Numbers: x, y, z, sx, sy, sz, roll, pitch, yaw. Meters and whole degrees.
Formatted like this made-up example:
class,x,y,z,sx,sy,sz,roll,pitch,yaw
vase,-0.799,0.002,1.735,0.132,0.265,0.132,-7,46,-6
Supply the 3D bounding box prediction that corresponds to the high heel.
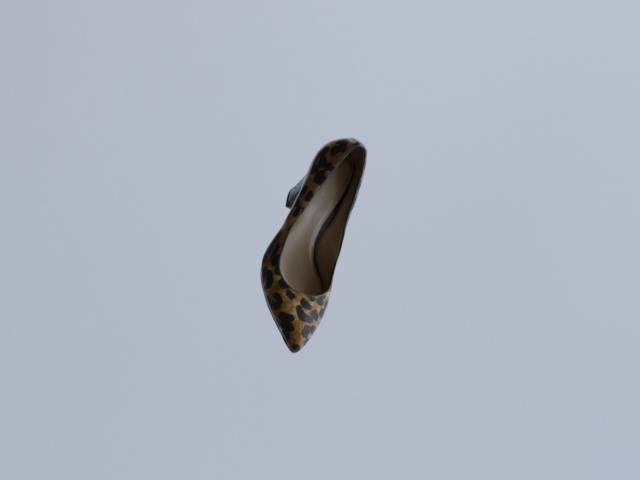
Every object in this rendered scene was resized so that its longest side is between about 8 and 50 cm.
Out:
class,x,y,z,sx,sy,sz,roll,pitch,yaw
high heel,0.000,0.000,1.672,0.186,0.093,0.261,-43,-142,53
